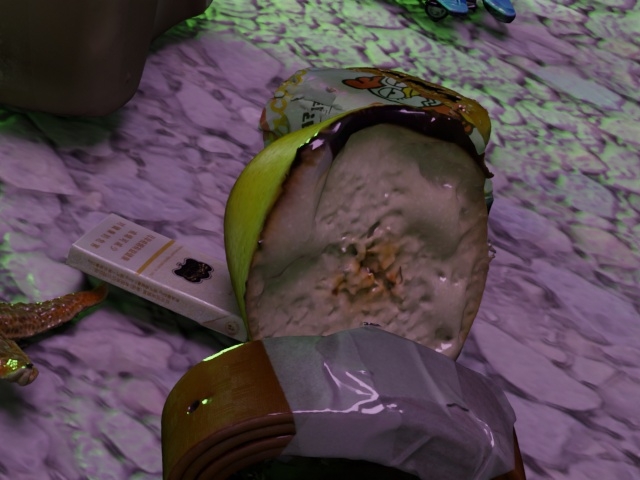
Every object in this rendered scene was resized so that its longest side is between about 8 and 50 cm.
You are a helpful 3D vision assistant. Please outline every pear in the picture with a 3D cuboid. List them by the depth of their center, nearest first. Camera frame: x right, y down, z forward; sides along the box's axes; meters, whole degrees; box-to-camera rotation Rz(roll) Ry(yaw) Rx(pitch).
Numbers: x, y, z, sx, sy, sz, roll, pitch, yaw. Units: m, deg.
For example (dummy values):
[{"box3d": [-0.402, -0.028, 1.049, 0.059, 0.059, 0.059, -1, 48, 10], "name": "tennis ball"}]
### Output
[{"box3d": [-0.001, 0.003, 1.547, 0.267, 0.267, 0.178, -19, 27, -35], "name": "pear"}]

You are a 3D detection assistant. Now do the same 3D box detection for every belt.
[{"box3d": [0.019, 0.158, 1.321, 0.261, 0.184, 0.105, 9, 30, -10], "name": "belt"}]

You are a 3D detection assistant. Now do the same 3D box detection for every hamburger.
[{"box3d": [0.073, -0.095, 1.778, 0.235, 0.125, 0.214, -10, 35, -33], "name": "hamburger"}]

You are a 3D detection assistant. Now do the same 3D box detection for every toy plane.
[{"box3d": [0.097, -0.295, 2.107, 0.246, 0.078, 0.169, 5, 35, 4], "name": "toy plane"}]

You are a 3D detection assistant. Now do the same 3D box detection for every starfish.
[{"box3d": [-0.265, 0.074, 1.506, 0.138, 0.050, 0.247, 11, 23, 7], "name": "starfish"}]

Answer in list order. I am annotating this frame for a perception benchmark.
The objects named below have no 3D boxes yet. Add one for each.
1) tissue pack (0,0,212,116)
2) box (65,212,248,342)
[{"box3d": [-0.252, -0.305, 1.860, 0.277, 0.267, 0.387, 17, 37, 11], "name": "tissue pack"}, {"box3d": [-0.121, 0.030, 1.612, 0.167, 0.024, 0.090, 24, 23, 8], "name": "box"}]
